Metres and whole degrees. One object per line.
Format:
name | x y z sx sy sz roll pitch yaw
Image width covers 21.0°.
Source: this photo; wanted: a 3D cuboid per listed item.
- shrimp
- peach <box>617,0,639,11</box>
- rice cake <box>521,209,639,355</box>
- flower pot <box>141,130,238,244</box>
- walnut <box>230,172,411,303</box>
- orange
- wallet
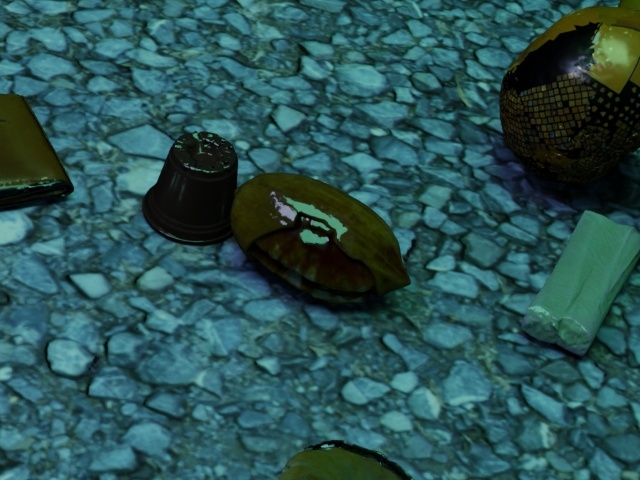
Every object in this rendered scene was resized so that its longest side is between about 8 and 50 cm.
shrimp | 0.039 0.272 1.511 0.173 0.058 0.253 10 37 -18
peach | 0.475 -0.285 2.259 0.179 0.103 0.179 8 43 -8
rice cake | 0.287 0.044 1.858 0.080 0.042 0.222 28 40 10
flower pot | -0.130 -0.064 1.827 0.111 0.089 0.111 8 40 -7
walnut | 0.000 0.000 1.783 0.207 0.116 0.116 26 40 4
orange | 0.314 -0.171 1.982 0.234 0.234 0.182 -25 85 -38
wallet | -0.381 -0.090 1.830 0.195 0.042 0.161 -9 49 -28
